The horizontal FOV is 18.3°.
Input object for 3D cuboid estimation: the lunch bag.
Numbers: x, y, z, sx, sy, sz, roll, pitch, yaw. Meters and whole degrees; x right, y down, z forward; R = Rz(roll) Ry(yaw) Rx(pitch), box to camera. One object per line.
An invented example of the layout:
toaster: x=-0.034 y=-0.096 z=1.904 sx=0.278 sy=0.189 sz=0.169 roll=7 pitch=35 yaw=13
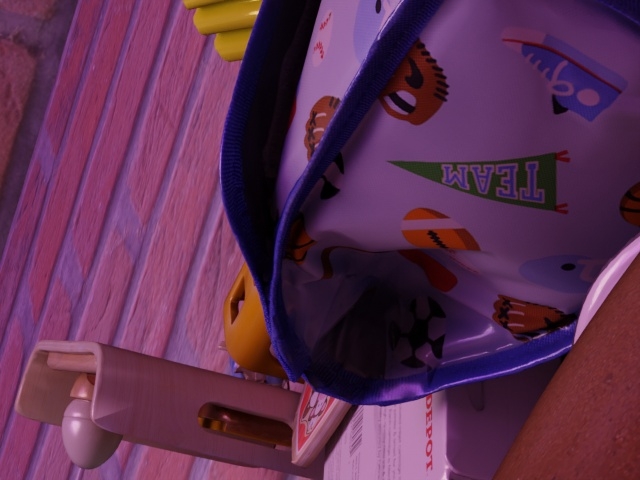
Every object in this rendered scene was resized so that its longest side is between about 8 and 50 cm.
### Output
lunch bag: x=0.097 y=-0.123 z=1.045 sx=0.385 sy=0.238 sz=0.328 roll=125 pitch=164 yaw=-55

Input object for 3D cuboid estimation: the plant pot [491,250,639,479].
plant pot: x=0.190 y=0.055 z=0.692 sx=0.254 sy=0.237 sz=0.237 roll=-67 pitch=13 yaw=-23

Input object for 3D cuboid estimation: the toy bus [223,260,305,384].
toy bus: x=-0.004 y=0.012 z=1.489 sx=0.191 sy=0.104 sz=0.202 roll=168 pitch=115 yaw=-71

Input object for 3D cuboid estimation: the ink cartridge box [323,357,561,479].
ink cartridge box: x=0.069 y=0.134 z=1.195 sx=0.191 sy=0.082 sz=0.140 roll=127 pitch=153 yaw=-49

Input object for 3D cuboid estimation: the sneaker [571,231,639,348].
sneaker: x=0.166 y=0.109 z=0.917 sx=0.121 sy=0.111 sz=0.300 roll=56 pitch=133 yaw=46

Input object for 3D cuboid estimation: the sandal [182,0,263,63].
sandal: x=0.017 y=-0.148 z=1.319 sx=0.126 sy=0.317 sz=0.138 roll=11 pitch=61 yaw=41

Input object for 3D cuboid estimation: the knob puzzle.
knob puzzle: x=0.015 y=0.056 z=1.308 sx=0.213 sy=0.030 sz=0.213 roll=-62 pitch=9 yaw=17

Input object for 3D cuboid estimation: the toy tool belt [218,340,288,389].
toy tool belt: x=-0.060 y=0.116 z=1.670 sx=0.083 sy=0.051 sz=0.052 roll=-101 pitch=30 yaw=-53

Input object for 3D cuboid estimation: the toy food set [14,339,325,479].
toy food set: x=-0.096 y=0.143 z=1.477 sx=0.306 sy=0.219 sz=0.092 roll=175 pitch=110 yaw=-72
